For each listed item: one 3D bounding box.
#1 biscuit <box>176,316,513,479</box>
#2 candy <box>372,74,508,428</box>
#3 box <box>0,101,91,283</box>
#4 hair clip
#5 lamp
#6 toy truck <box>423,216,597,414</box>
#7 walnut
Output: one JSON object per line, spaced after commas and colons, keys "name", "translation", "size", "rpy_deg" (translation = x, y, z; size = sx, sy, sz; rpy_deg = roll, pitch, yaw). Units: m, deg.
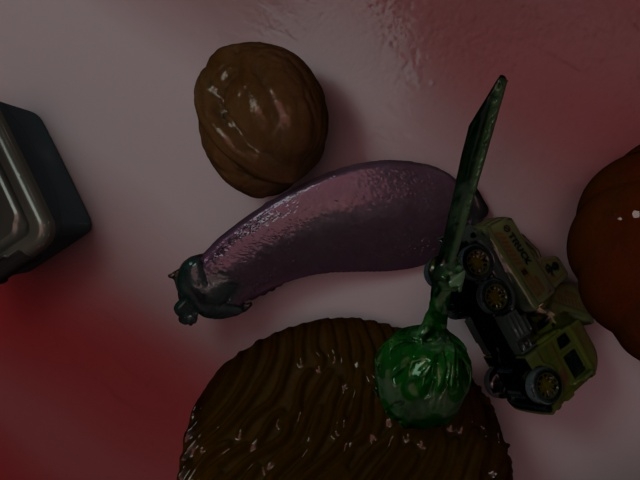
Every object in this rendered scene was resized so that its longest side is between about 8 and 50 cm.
{"name": "biscuit", "translation": [0.021, 0.207, 0.597], "size": [0.318, 0.318, 0.040], "rpy_deg": [16, 141, 16]}
{"name": "candy", "translation": [0.109, 0.022, 0.530], "size": [0.097, 0.097, 0.323], "rpy_deg": [16, 114, 16]}
{"name": "box", "translation": [-0.406, -0.062, 0.779], "size": [0.162, 0.130, 0.227], "rpy_deg": [-30, 84, 16]}
{"name": "hair clip", "translation": [-0.001, -0.002, 0.682], "size": [0.359, 0.095, 0.110], "rpy_deg": [-18, 70, 14]}
{"name": "lamp", "translation": [0.323, 0.011, 0.519], "size": [0.223, 0.196, 0.223], "rpy_deg": [-1, 57, 2]}
{"name": "toy truck", "translation": [0.195, 0.063, 0.614], "size": [0.116, 0.085, 0.191], "rpy_deg": [-28, 87, -19]}
{"name": "walnut", "translation": [-0.062, -0.130, 0.665], "size": [0.166, 0.149, 0.166], "rpy_deg": [16, 112, 45]}
